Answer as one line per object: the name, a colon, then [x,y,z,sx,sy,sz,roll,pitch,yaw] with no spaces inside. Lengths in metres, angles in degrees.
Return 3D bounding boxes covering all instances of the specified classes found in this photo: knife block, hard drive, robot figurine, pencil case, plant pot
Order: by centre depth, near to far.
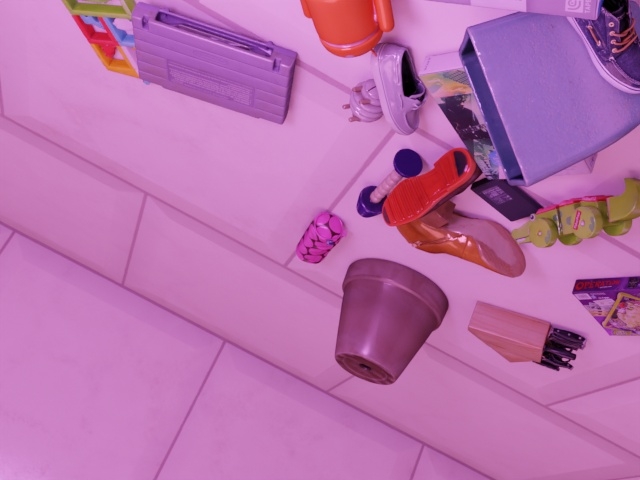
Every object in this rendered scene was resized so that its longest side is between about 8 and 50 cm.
plant pot: [0.380,-0.242,1.266,0.252,0.247,0.248,-21,-178,8]
robot figurine: [0.044,-0.414,1.443,0.158,0.128,0.219,-15,143,8]
hard drive: [0.414,-0.095,1.824,0.135,0.022,0.094,36,152,-19]
knife block: [0.582,0.263,2.265,0.275,0.088,0.242,37,151,-22]
pencil case: [0.000,0.000,2.296,0.098,0.095,0.209,14,158,-12]
plant pot: [0.178,0.253,2.388,0.323,0.280,0.323,20,152,11]

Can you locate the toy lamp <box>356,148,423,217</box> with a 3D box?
toy lamp: [0.154,-0.124,1.937,0.080,0.080,0.275,29,155,-7]

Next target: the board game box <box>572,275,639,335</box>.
board game box: [0.798,0.156,1.925,0.347,0.056,0.208,-7,135,48]

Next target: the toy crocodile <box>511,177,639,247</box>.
toy crocodile: [0.537,-0.048,1.718,0.115,0.105,0.340,-4,173,-28]

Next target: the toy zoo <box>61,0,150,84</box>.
toy zoo: [-0.464,-0.469,1.900,0.192,0.030,0.293,12,151,25]

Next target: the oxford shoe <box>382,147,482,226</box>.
oxford shoe: [0.251,-0.105,1.796,0.098,0.097,0.271,4,152,-46]

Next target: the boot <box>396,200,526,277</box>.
boot: [0.340,0.006,2.009,0.295,0.104,0.211,35,158,-8]

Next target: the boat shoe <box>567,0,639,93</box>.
boat shoe: [0.403,-0.281,1.115,0.183,0.065,0.083,50,173,-5]

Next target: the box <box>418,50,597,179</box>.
box: [0.361,-0.240,1.565,0.232,0.058,0.322,-1,143,42]

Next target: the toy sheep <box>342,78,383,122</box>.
toy sheep: [0.100,-0.287,1.676,0.091,0.091,0.132,29,148,-7]

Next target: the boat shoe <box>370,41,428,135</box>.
boat shoe: [0.166,-0.291,1.616,0.081,0.079,0.227,13,148,33]

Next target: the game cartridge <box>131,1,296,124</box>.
game cartridge: [-0.234,-0.384,1.800,0.355,0.068,0.230,18,158,1]

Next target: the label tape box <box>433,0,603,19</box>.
label tape box: [0.229,-0.439,1.094,0.347,0.249,0.115,15,152,21]
